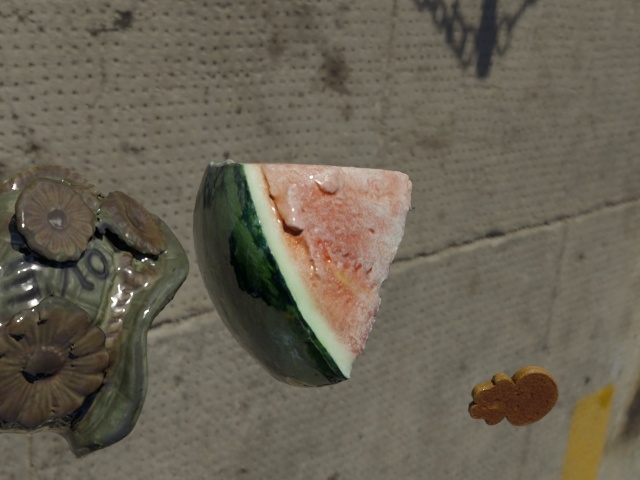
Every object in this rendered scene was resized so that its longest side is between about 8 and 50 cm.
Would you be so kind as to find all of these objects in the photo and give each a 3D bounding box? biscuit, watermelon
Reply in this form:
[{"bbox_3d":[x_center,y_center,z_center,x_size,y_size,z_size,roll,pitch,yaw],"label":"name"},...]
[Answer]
[{"bbox_3d":[0.349,0.281,1.796,0.175,0.026,0.124,0,116,-18],"label":"biscuit"},{"bbox_3d":[-0.041,0.012,1.243,0.292,0.250,0.283,-37,111,-51],"label":"watermelon"}]

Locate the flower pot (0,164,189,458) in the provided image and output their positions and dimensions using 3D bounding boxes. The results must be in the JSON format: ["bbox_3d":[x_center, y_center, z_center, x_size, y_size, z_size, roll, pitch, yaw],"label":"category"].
[{"bbox_3d":[-0.277,0.071,1.026,0.213,0.302,0.301,22,91,-20],"label":"flower pot"}]
